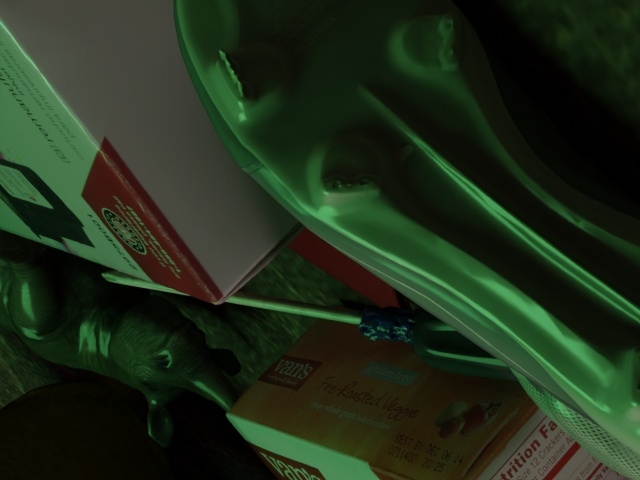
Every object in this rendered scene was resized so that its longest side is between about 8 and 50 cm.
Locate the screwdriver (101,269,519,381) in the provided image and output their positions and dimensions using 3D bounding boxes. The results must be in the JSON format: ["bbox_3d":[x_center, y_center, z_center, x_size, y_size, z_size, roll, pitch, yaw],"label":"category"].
[{"bbox_3d":[0.001,0.026,0.585,0.170,0.025,0.024,4,152,22],"label":"screwdriver"}]

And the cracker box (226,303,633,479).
[{"bbox_3d":[0.084,0.134,0.665,0.232,0.067,0.156,54,160,-22],"label":"cracker box"}]

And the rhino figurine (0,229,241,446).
[{"bbox_3d":[-0.119,0.015,0.834,0.243,0.073,0.106,33,154,27],"label":"rhino figurine"}]

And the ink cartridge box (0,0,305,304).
[{"bbox_3d":[-0.087,-0.058,0.611,0.175,0.072,0.127,14,145,56],"label":"ink cartridge box"}]

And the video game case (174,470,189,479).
[{"bbox_3d":[-0.040,0.230,1.190,0.274,0.026,0.196,20,149,50],"label":"video game case"}]

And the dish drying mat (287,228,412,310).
[{"bbox_3d":[0.000,0.000,0.653,0.083,0.008,0.032,32,157,35],"label":"dish drying mat"}]

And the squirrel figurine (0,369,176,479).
[{"bbox_3d":[-0.218,0.159,1.023,0.397,0.281,0.370,46,150,4],"label":"squirrel figurine"}]

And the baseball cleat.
[{"bbox_3d":[0.042,0.002,0.475,0.206,0.072,0.109,44,168,15],"label":"baseball cleat"}]
